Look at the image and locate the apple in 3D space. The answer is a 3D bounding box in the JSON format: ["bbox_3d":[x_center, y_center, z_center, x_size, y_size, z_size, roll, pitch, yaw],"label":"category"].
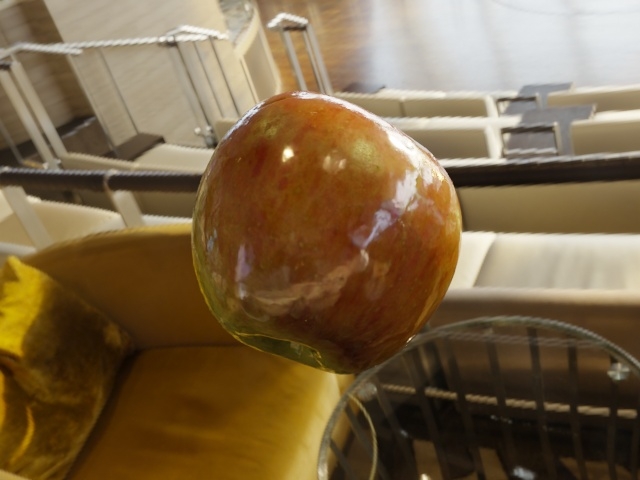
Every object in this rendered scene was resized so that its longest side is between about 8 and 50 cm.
[{"bbox_3d":[0.000,0.000,0.548,0.196,0.195,0.196,-14,31,9],"label":"apple"}]
